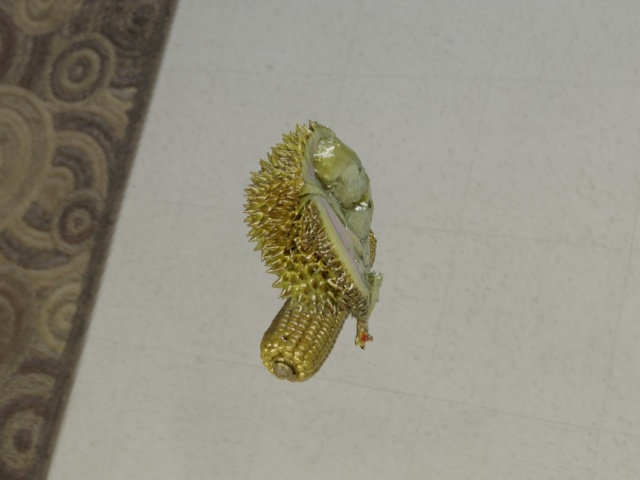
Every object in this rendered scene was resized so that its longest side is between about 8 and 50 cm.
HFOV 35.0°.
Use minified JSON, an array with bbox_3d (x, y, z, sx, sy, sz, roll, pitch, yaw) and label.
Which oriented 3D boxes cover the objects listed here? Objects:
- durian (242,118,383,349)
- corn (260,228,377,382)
[{"bbox_3d":[0.000,0.000,0.835,0.102,0.208,0.146,-11,27,22],"label":"durian"},{"bbox_3d":[0.005,0.068,1.185,0.080,0.080,0.231,12,48,27],"label":"corn"}]
